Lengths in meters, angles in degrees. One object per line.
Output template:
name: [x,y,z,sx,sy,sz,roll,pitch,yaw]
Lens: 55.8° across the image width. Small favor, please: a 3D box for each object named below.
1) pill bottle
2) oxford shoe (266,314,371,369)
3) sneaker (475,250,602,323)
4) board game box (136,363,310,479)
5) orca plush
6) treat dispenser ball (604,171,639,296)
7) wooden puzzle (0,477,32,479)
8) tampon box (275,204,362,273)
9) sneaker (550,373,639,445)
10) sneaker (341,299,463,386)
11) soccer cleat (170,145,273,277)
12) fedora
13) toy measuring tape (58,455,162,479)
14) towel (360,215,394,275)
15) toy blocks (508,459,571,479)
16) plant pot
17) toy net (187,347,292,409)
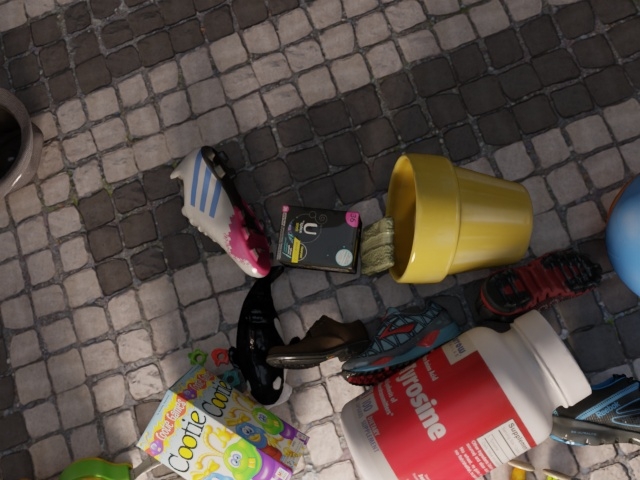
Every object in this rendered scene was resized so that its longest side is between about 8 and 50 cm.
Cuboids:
pill bottle: [0.261,0.304,1.100,0.408,0.229,0.229,-32,77,6]
oxford shoe: [-0.009,0.205,1.223,0.227,0.083,0.096,-6,68,-28]
sneaker: [0.424,0.097,1.198,0.276,0.135,0.097,-14,64,-18]
board game box: [-0.184,0.390,1.173,0.275,0.142,0.144,32,103,5]
orca plush: [-0.113,0.183,1.234,0.151,0.102,0.287,9,71,8]
treat dispenser ball: [0.668,-0.011,1.082,0.288,0.288,0.288,-1,79,8]
wooden puzzle: [-0.523,0.599,1.185,0.322,0.080,0.347,18,121,11]
tampon box: [0.000,0.000,1.272,0.161,0.101,0.120,5,81,9]
sneaker: [0.601,0.318,1.116,0.341,0.125,0.139,4,75,7]
sneaker: [0.147,0.201,1.207,0.262,0.104,0.125,-19,63,-20]
soccer cleat: [-0.219,-0.048,1.322,0.143,0.116,0.331,-32,74,18]
fedora: [-0.741,-0.207,1.408,0.244,0.124,0.275,37,95,15]
toy measuring tape: [-0.430,0.469,1.239,0.330,0.121,0.121,-37,77,0]
towel: [0.114,0.013,1.237,0.027,0.148,0.109,4,79,-18]
toy blocks: [0.400,0.506,1.146,0.123,0.054,0.148,14,83,9]
plant pot: [0.268,-0.037,1.182,0.239,0.254,0.253,4,80,-7]
toy net: [-0.171,0.296,1.277,0.232,0.045,0.122,3,69,6]
